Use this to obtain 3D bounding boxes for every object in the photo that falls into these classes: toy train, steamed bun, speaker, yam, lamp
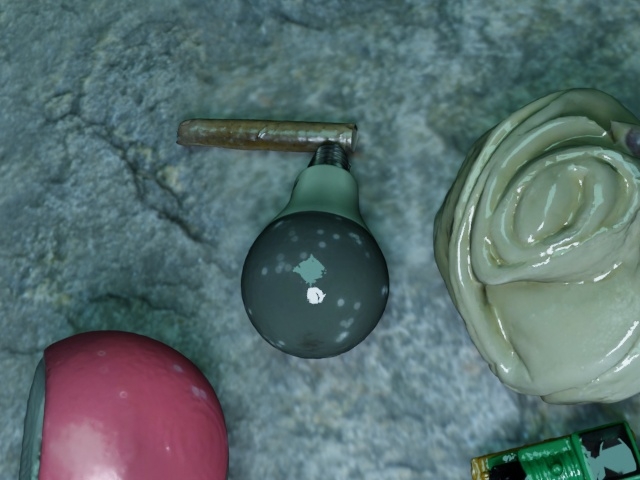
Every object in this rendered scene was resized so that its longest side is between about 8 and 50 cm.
[{"bbox_3d":[0.265,0.255,0.962,0.227,0.136,0.091,-13,64,1],"label":"toy train"},{"bbox_3d":[0.297,-0.010,1.016,0.342,0.255,0.368,-33,63,-4],"label":"steamed bun"},{"bbox_3d":[-0.231,0.242,0.968,0.294,0.294,0.294,-4,65,8],"label":"speaker"},{"bbox_3d":[-0.079,-0.150,1.257,0.263,0.046,0.046,4,66,9],"label":"yam"},{"bbox_3d":[-0.009,0.016,1.129,0.181,0.182,0.314,-10,33,5],"label":"lamp"}]
